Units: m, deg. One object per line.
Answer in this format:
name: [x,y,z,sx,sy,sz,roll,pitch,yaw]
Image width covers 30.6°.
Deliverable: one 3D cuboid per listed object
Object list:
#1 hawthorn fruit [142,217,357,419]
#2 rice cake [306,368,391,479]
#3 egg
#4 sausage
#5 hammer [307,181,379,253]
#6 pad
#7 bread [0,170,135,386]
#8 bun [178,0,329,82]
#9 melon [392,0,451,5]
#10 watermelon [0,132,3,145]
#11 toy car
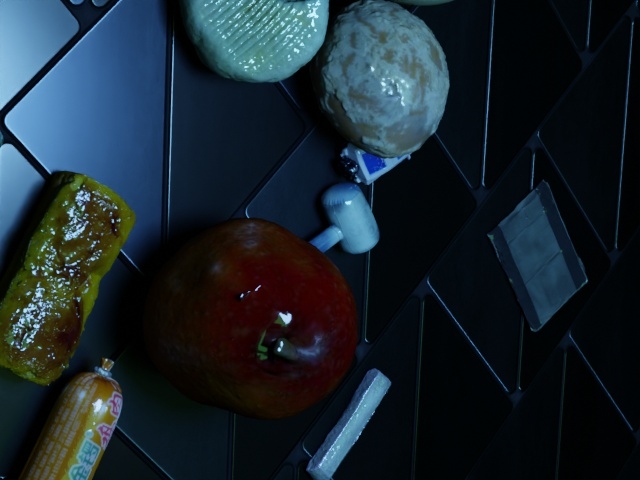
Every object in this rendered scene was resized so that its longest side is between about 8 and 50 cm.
hawthorn fruit: [-0.081,0.111,1.595,0.295,0.311,0.295,-15,110,-48]
rice cake: [0.046,0.300,1.888,0.047,0.036,0.207,40,73,-22]
egg: [0.088,-0.236,1.723,0.203,0.203,0.245,-4,70,-37]
sausage: [-0.344,0.302,1.551,0.093,0.093,0.312,32,78,-36]
hammer: [0.000,0.000,1.789,0.194,0.069,0.116,-36,118,-23]
pad: [0.396,0.031,2.126,0.174,0.022,0.233,-42,119,-24]
bread: [-0.340,0.051,1.526,0.139,0.077,0.271,37,72,-38]
bun: [-0.092,-0.324,1.625,0.204,0.126,0.212,-23,107,-5]
melon: [0.112,-0.471,1.663,0.271,0.308,0.272,-17,139,-15]
watermelon: [-0.463,-0.132,1.393,0.180,0.081,0.094,15,111,-4]
toy car: [0.096,-0.150,1.833,0.170,0.070,0.080,-38,119,-28]
